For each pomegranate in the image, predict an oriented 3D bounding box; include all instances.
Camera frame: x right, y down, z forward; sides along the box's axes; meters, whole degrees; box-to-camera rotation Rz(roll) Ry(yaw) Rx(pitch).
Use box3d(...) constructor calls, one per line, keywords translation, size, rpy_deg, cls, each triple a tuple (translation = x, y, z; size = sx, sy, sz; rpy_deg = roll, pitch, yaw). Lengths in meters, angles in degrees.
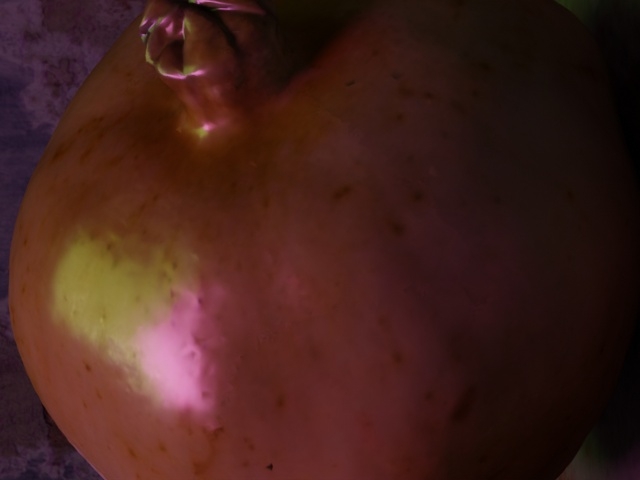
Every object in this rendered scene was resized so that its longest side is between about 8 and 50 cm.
box3d(translation=(0.000, 0.000, 0.864), size=(0.411, 0.411, 0.411), rpy_deg=(179, 90, -83), cls="pomegranate")
